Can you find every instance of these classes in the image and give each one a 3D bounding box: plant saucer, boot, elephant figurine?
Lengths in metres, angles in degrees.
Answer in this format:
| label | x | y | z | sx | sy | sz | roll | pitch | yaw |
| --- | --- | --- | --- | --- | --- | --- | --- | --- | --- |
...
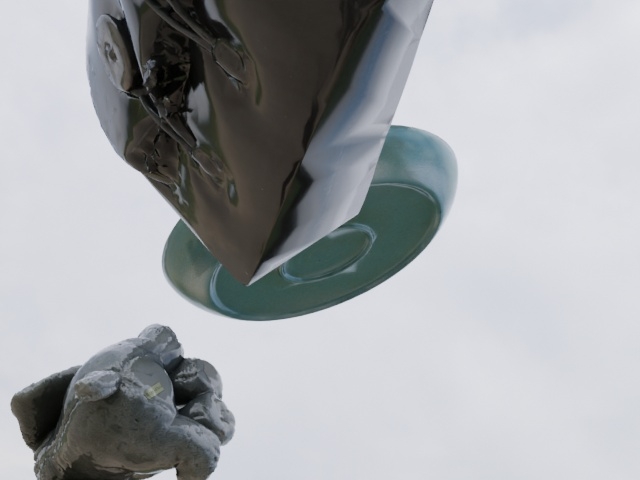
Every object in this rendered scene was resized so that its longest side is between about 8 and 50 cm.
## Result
| label | x | y | z | sx | sy | sz | roll | pitch | yaw |
| --- | --- | --- | --- | --- | --- | --- | --- | --- | --- |
| plant saucer | 0.000 | 0.000 | 1.005 | 0.318 | 0.043 | 0.317 | -19 | -27 | -10 |
| boot | -0.060 | -0.224 | 0.423 | 0.146 | 0.367 | 0.445 | -20 | -20 | -15 |
| elephant figurine | -0.209 | 0.198 | 0.919 | 0.239 | 0.169 | 0.186 | -35 | -70 | 20 |
